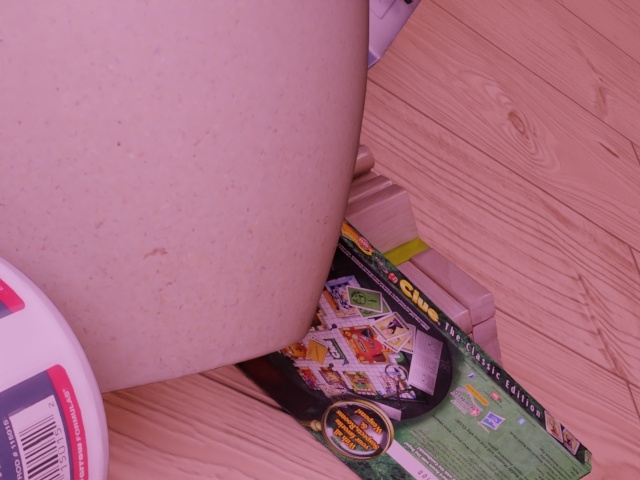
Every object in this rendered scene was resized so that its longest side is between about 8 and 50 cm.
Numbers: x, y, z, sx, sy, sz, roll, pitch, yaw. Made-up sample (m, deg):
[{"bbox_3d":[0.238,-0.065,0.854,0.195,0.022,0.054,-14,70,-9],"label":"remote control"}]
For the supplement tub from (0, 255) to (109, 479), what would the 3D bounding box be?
[{"bbox_3d":[-0.228,0.110,0.644,0.191,0.191,0.272,53,27,6],"label":"supplement tub"}]

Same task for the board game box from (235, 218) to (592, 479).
[{"bbox_3d":[0.054,0.108,1.129,0.260,0.136,0.030,44,26,-13],"label":"board game box"}]

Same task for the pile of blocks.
[{"bbox_3d":[0.000,0.000,1.246,0.113,0.149,0.362,-25,60,-18],"label":"pile of blocks"}]

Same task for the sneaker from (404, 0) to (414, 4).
[{"bbox_3d":[0.048,-0.289,1.399,0.153,0.101,0.268,52,25,9],"label":"sneaker"}]

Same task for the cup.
[{"bbox_3d":[-0.112,-0.041,0.926,0.331,0.331,0.237,-15,92,-60],"label":"cup"}]

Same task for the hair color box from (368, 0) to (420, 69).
[{"bbox_3d":[-0.002,-0.265,1.532,0.185,0.113,0.374,46,28,-8],"label":"hair color box"}]
